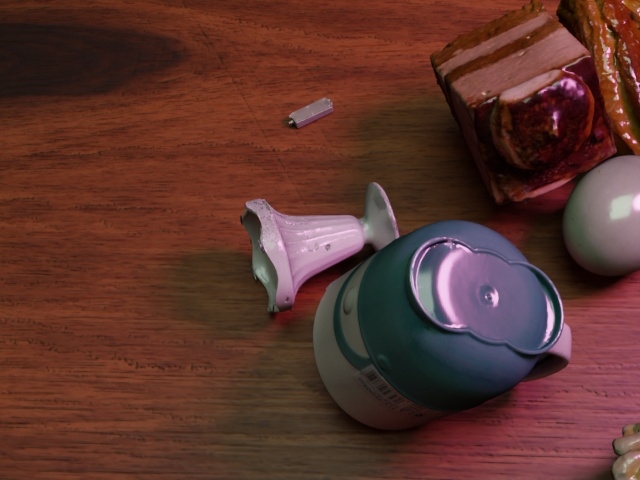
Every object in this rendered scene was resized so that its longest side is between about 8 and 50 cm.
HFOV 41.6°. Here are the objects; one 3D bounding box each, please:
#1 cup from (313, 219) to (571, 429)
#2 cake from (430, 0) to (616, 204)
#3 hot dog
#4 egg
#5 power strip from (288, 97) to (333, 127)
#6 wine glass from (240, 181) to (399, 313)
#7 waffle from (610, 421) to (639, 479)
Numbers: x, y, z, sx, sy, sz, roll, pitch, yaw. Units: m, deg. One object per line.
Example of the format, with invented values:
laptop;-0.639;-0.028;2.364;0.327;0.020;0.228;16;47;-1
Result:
cup;0.159;0.111;1.020;0.289;0.257;0.219;19;64;-18
cake;0.295;-0.180;1.179;0.196;0.199;0.293;-23;32;6
hot dog;0.504;-0.266;1.291;0.266;0.174;0.388;1;55;-12
egg;0.414;-0.034;1.157;0.149;0.149;0.192;29;56;23
power strip;-0.017;-0.212;1.404;0.083;0.017;0.027;-27;56;-13
wine glass;0.000;0.000;1.175;0.196;0.165;0.165;-17;56;-10
waffle;0.466;0.288;0.898;0.309;0.056;0.291;36;26;33
